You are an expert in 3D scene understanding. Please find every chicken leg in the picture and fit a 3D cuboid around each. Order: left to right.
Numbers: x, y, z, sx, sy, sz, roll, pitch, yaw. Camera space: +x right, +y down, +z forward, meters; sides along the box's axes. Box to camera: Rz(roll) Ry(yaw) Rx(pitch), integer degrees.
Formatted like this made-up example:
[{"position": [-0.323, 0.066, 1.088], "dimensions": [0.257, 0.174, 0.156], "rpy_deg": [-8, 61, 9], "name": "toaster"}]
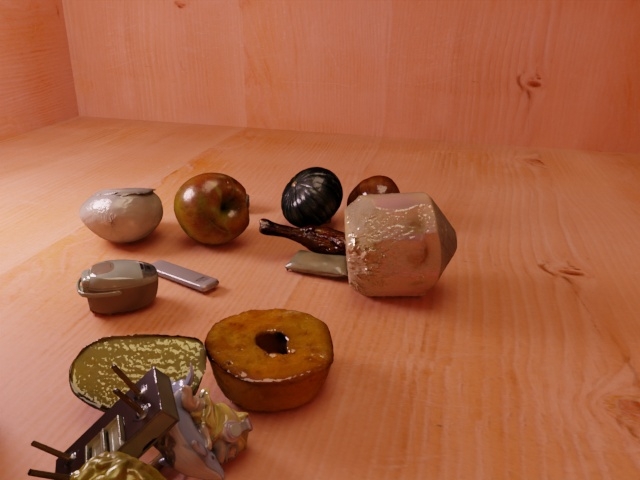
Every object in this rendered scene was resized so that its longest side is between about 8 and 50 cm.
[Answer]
[{"position": [0.000, 0.000, 1.834], "dimensions": [0.406, 0.096, 0.158], "rpy_deg": [12, 0, -2], "name": "chicken leg"}]

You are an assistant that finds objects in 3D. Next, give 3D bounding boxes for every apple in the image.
[{"position": [-0.366, -0.109, 1.930], "dimensions": [0.246, 0.247, 0.226], "rpy_deg": [-20, 16, -40], "name": "apple"}]

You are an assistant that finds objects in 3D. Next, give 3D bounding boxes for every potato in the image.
[{"position": [-0.364, 0.284, 1.179], "dimensions": [0.271, 0.111, 0.160], "rpy_deg": [-1, 60, -4], "name": "potato"}]

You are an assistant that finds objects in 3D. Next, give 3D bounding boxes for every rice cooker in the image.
[{"position": [-0.536, 0.122, 1.537], "dimensions": [0.206, 0.127, 0.145], "rpy_deg": [-12, 25, -19], "name": "rice cooker"}]

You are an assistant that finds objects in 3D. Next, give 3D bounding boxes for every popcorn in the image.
[{"position": [-0.292, 0.412, 0.831], "dimensions": [0.197, 0.156, 0.198], "rpy_deg": [-3, 55, 5], "name": "popcorn"}]

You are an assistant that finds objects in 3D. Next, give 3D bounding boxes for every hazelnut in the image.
[{"position": [0.201, -0.132, 2.104], "dimensions": [0.210, 0.210, 0.186], "rpy_deg": [19, -1, 36], "name": "hazelnut"}]

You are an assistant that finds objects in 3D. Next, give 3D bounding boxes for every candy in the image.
[{"position": [-0.666, -0.085, 1.937], "dimensions": [0.295, 0.186, 0.295], "rpy_deg": [-7, 9, 1], "name": "candy"}]

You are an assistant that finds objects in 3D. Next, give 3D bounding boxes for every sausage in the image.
[{"position": [-0.279, 0.390, 1.049], "dimensions": [0.024, 0.024, 0.132], "rpy_deg": [13, 25, 25], "name": "sausage"}]

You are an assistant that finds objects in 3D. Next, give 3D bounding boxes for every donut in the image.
[{"position": [-0.108, 0.259, 1.256], "dimensions": [0.302, 0.110, 0.303], "rpy_deg": [2, 21, -1], "name": "donut"}]

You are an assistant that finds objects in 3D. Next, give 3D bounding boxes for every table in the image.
[{"position": [-0.365, 0.316, 0.949], "dimensions": [0.240, 0.111, 0.121], "rpy_deg": [-44, 31, -1], "name": "table"}]

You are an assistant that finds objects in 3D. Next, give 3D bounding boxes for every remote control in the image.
[{"position": [-0.411, 0.106, 1.702], "dimensions": [0.260, 0.029, 0.067], "rpy_deg": [14, 27, 33], "name": "remote control"}]

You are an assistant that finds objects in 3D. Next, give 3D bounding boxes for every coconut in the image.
[{"position": [0.224, 0.011, 1.607], "dimensions": [0.309, 0.298, 0.297], "rpy_deg": [-3, 23, 3], "name": "coconut"}]

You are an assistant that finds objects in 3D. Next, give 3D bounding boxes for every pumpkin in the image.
[{"position": [-0.026, -0.145, 2.097], "dimensions": [0.249, 0.216, 0.250], "rpy_deg": [-29, 21, 12], "name": "pumpkin"}]

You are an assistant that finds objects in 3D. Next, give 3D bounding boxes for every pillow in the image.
[{"position": [0.004, 0.071, 1.760], "dimensions": [0.208, 0.053, 0.119], "rpy_deg": [6, 22, 20], "name": "pillow"}]

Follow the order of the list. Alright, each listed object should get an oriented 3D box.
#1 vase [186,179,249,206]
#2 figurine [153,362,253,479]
[{"position": [-0.397, -0.165, 2.216], "dimensions": [0.247, 0.128, 0.128], "rpy_deg": [9, 23, -1], "name": "vase"}, {"position": [-0.213, 0.328, 1.026], "dimensions": [0.183, 0.209, 0.128], "rpy_deg": [-3, -25, -46], "name": "figurine"}]
